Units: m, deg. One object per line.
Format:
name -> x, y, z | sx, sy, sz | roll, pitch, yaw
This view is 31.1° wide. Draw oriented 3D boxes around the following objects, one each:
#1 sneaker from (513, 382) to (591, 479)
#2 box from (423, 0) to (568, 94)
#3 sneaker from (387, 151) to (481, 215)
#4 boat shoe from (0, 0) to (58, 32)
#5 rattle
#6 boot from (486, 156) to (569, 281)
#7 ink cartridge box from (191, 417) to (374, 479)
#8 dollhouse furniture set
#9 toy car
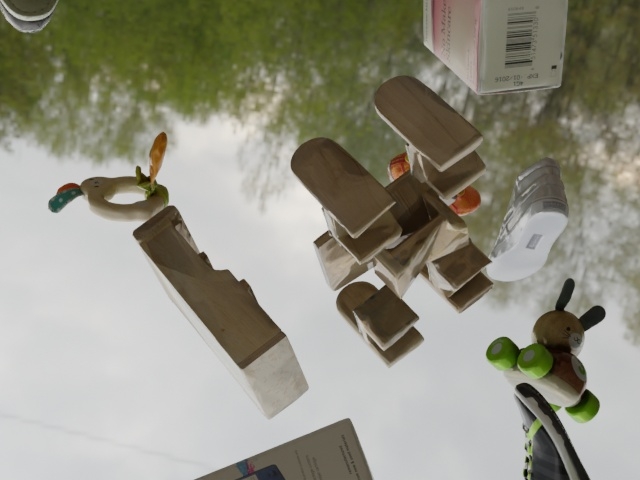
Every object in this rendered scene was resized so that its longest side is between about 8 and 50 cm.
sneaker -> 0.296, 0.305, 1.515 | 0.097, 0.235, 0.084 | -27, 176, 8
box -> 0.239, -0.314, 1.609 | 0.126, 0.149, 0.232 | -8, -152, -12
sneaker -> 0.178, -0.081, 1.691 | 0.175, 0.064, 0.067 | 20, 155, -35
boat shoe -> -0.357, -0.312, 1.371 | 0.081, 0.069, 0.228 | -2, -134, -22
rattle -> -0.346, -0.107, 1.839 | 0.199, 0.143, 0.130 | 15, -132, 17
boot -> 0.364, -0.035, 2.012 | 0.095, 0.258, 0.123 | 13, -123, -11
ink cartridge box -> -0.042, 0.278, 1.063 | 0.212, 0.154, 0.093 | -20, -140, -2
dollhouse furniture set -> 0.000, 0.000, 1.514 | 0.394, 0.362, 0.256 | -37, -121, -12
toy car -> 0.381, 0.161, 1.802 | 0.155, 0.188, 0.149 | 42, 163, -26
